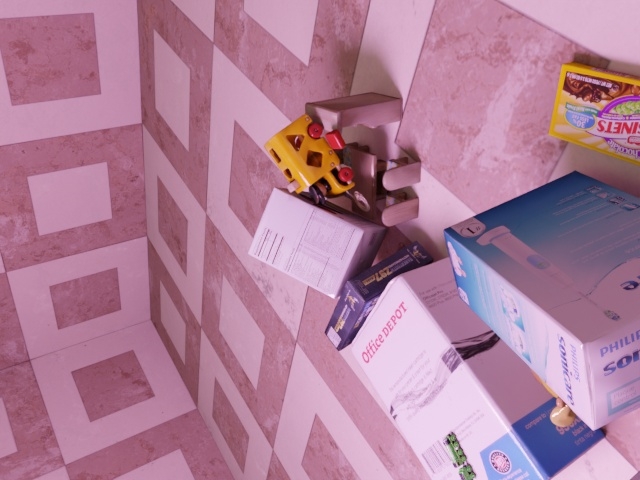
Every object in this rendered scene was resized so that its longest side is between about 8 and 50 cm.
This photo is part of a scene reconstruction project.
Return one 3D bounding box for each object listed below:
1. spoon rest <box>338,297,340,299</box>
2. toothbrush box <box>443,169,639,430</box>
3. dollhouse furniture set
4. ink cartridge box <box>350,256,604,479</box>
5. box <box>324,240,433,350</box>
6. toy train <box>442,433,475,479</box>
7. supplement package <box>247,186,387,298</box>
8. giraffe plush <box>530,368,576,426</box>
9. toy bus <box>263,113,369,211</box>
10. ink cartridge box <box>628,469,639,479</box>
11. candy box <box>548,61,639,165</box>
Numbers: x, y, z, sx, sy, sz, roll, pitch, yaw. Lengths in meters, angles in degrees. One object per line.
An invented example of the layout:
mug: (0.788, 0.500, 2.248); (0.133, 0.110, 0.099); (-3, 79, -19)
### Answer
spoon rest: (0.073, 0.073, 1.384); (0.137, 0.084, 0.277); (17, 132, 57)
toothbrush box: (0.318, 0.048, 0.704); (0.295, 0.216, 0.126); (-127, 15, -63)
dollhouse furniture set: (0.069, -0.158, 1.166); (0.212, 0.160, 0.242); (30, 130, 50)
ink cartridge box: (0.256, 0.267, 1.069); (0.395, 0.166, 0.286); (56, 146, 25)
box: (0.114, 0.117, 1.186); (0.059, 0.183, 0.233); (51, 150, 20)
toy train: (0.229, 0.365, 0.974); (0.083, 0.023, 0.017); (63, 147, 13)
supplement package: (0.000, 0.000, 1.201); (0.203, 0.194, 0.149); (26, 100, 17)
giraffe plush: (0.364, 0.165, 0.796); (0.182, 0.170, 0.210); (68, 163, 8)
toy bus: (-0.021, -0.134, 1.114); (0.202, 0.104, 0.191); (39, 158, 37)
ink cartridge box: (0.433, 0.373, 0.688); (0.129, 0.307, 0.223); (61, 148, 16)
candy box: (0.396, -0.158, 0.755); (0.206, 0.027, 0.105); (36, 138, 46)
